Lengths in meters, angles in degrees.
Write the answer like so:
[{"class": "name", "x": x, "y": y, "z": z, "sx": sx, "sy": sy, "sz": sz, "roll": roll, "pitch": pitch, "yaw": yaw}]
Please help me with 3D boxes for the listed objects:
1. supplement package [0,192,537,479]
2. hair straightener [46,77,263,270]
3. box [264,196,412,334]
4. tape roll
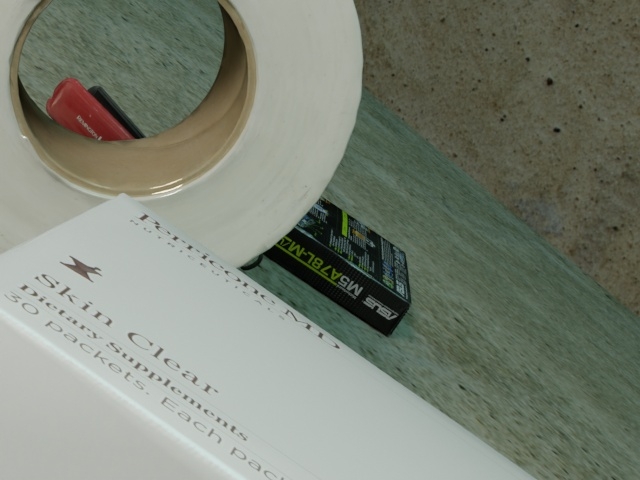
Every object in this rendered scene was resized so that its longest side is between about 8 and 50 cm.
[{"class": "supplement package", "x": -0.016, "y": 0.149, "z": 0.397, "sx": 0.262, "sy": 0.204, "sz": 0.145, "roll": 35, "pitch": 11, "yaw": 0}, {"class": "hair straightener", "x": -0.127, "y": -0.052, "z": 1.300, "sx": 0.230, "sy": 0.047, "sz": 0.089, "roll": 39, "pitch": 12, "yaw": 19}, {"class": "box", "x": 0.000, "y": 0.000, "z": 1.472, "sx": 0.184, "sy": 0.045, "sz": 0.190, "roll": 32, "pitch": 12, "yaw": -7}, {"class": "tape roll", "x": -0.122, "y": -0.112, "z": 0.966, "sx": 0.286, "sy": 0.286, "sz": 0.100, "roll": 30, "pitch": 13, "yaw": -23}]
